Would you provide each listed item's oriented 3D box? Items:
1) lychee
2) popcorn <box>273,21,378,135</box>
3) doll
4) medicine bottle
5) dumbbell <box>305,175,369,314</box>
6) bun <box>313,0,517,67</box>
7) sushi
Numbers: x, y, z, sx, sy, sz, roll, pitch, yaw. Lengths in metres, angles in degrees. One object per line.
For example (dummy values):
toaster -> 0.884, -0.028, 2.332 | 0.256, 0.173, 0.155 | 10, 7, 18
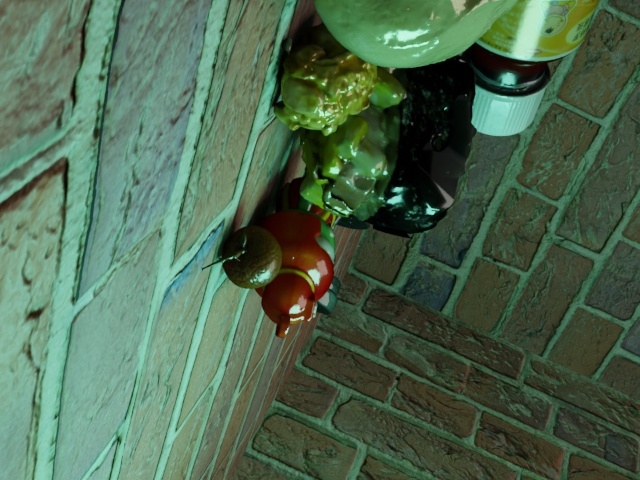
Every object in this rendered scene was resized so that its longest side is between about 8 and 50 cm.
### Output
lychee -> -0.116, 0.032, 1.442 | 0.114, 0.101, 0.140 | -56, 179, -4
popcorn -> 0.010, -0.244, 1.345 | 0.194, 0.140, 0.163 | -55, 162, -52
doll -> -0.052, 0.032, 1.623 | 0.363, 0.160, 0.182 | -86, -168, -44
medicine bottle -> 0.354, -0.381, 1.559 | 0.395, 0.243, 0.242 | 93, 21, -56
dumbbell -> 0.000, 0.000, 1.923 | 0.185, 0.185, 0.388 | 89, 27, -75
bun -> 0.163, -0.387, 1.127 | 0.364, 0.202, 0.364 | -23, 128, -33
sushi -> 0.094, -0.185, 1.575 | 0.329, 0.285, 0.327 | -140, -120, -75
